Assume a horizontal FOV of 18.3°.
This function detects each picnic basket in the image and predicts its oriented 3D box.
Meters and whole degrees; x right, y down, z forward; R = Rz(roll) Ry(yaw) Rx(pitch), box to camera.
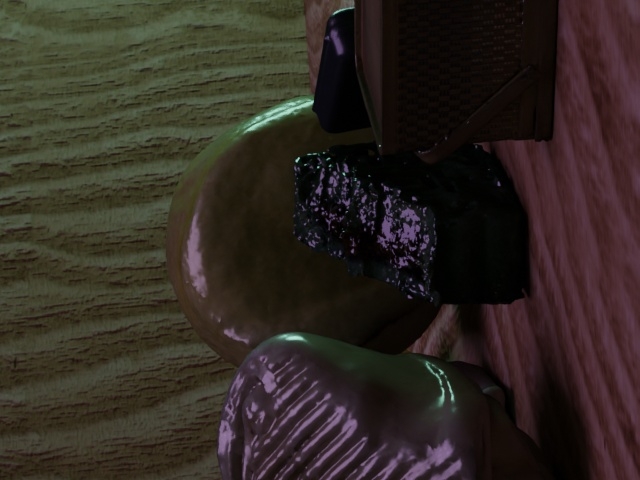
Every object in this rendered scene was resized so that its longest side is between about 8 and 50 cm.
[{"bbox_3d":[0.104,-0.210,1.584,0.165,0.139,0.267,-102,8,-56],"label":"picnic basket"}]

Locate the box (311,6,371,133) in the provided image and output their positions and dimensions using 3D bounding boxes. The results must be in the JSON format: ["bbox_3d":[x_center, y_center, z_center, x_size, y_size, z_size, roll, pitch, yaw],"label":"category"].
[{"bbox_3d":[0.076,-0.165,1.849,0.230,0.160,0.050,103,155,-74],"label":"box"}]

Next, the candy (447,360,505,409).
[{"bbox_3d":[0.116,0.306,1.968,0.208,0.145,0.359,-159,64,-86],"label":"candy"}]

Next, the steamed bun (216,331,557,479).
[{"bbox_3d":[0.073,0.241,1.704,0.324,0.219,0.310,22,111,37],"label":"steamed bun"}]

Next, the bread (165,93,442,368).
[{"bbox_3d":[-0.003,0.001,2.097,0.237,0.320,0.321,156,109,-73],"label":"bread"}]

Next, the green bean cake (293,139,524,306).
[{"bbox_3d":[0.080,-0.016,1.805,0.208,0.193,0.107,-109,20,-65],"label":"green bean cake"}]

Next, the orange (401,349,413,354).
[{"bbox_3d":[0.042,0.240,2.291,0.261,0.261,0.261,175,90,-85],"label":"orange"}]
